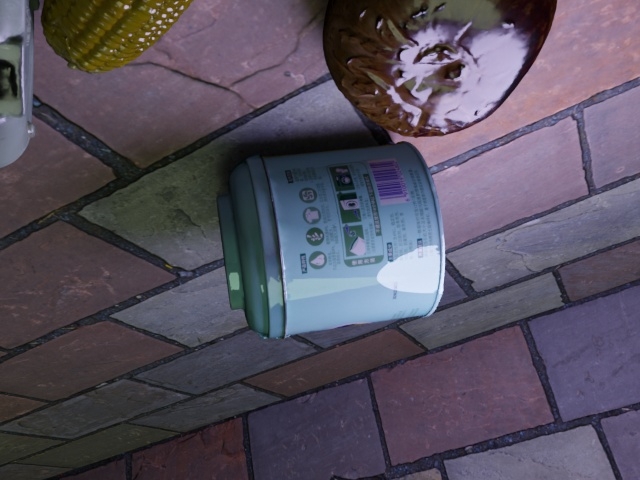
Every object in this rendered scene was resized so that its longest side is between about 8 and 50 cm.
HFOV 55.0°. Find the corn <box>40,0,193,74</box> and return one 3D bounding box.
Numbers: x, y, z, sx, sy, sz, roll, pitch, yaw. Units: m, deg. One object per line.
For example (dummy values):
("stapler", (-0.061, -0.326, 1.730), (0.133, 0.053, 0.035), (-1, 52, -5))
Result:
("corn", (-0.151, -0.286, 0.570), (0.131, 0.131, 0.344), (14, 143, -39))

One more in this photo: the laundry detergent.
("laundry detergent", (0.000, 0.000, 0.964), (0.305, 0.287, 0.287), (-7, 151, -9))

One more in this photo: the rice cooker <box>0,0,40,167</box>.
("rice cooker", (-0.378, -0.192, 0.496), (0.276, 0.288, 0.288), (-1, 149, -23))

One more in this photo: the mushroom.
("mushroom", (0.143, -0.243, 0.719), (0.278, 0.163, 0.297), (-6, 149, -10))
